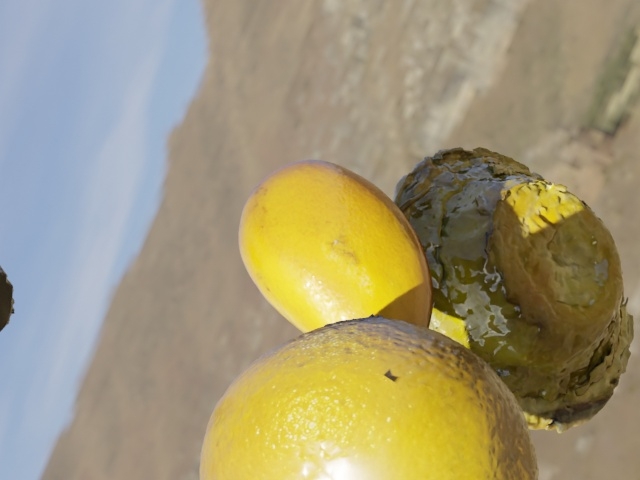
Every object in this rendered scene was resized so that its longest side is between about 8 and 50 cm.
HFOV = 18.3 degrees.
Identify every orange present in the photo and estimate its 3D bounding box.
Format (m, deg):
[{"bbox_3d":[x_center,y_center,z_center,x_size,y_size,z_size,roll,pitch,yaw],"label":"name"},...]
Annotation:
[{"bbox_3d":[0.034,0.161,1.384,0.236,0.236,0.236,-157,90,-90],"label":"orange"}]

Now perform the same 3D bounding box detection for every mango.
[{"bbox_3d":[0.018,0.025,1.669,0.145,0.219,0.112,-17,-34,-26],"label":"mango"}]

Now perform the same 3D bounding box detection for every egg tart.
[{"bbox_3d":[0.193,0.034,1.871,0.116,0.295,0.294,-36,24,48],"label":"egg tart"}]

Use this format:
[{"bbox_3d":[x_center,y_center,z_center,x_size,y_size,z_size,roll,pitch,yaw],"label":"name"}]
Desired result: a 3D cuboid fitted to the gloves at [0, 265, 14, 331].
[{"bbox_3d":[-0.364,0.019,1.799,0.129,0.181,0.106,-24,-47,-38],"label":"gloves"}]
